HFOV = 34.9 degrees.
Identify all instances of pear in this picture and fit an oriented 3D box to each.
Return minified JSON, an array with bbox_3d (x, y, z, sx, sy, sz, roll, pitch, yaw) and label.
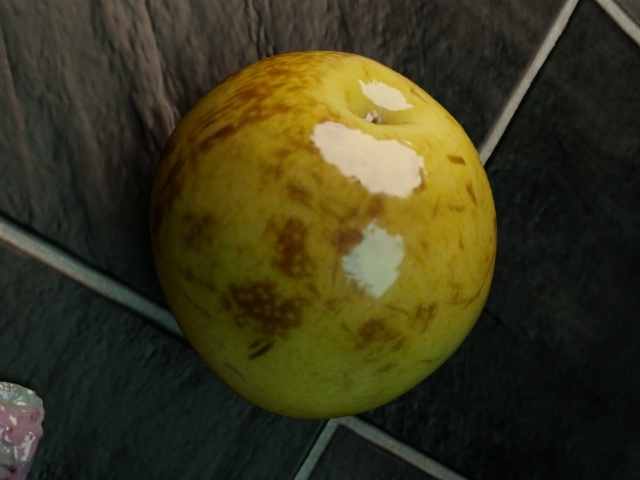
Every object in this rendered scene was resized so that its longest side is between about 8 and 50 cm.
[{"bbox_3d":[0.000,0.000,0.781,0.281,0.281,0.280,-7,104,-28],"label":"pear"}]

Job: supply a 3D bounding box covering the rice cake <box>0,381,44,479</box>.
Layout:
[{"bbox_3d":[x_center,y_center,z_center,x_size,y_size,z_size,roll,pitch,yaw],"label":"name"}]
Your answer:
[{"bbox_3d":[-0.333,0.107,0.737,0.290,0.051,0.081,29,86,-31],"label":"rice cake"}]
